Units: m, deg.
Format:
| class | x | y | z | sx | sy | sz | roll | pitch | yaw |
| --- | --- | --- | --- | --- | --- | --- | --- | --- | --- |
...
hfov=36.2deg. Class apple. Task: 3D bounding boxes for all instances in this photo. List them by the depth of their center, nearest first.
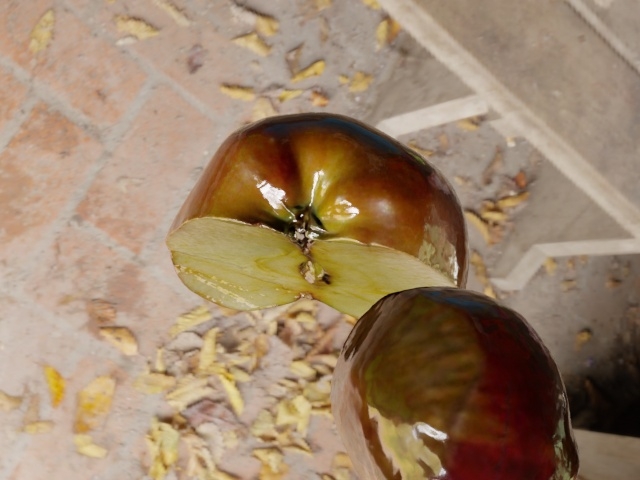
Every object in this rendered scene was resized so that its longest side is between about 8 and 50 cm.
| class | x | y | z | sx | sy | sz | roll | pitch | yaw |
| --- | --- | --- | --- | --- | --- | --- | --- | --- | --- |
| apple | 0.000 | 0.000 | 1.148 | 0.329 | 0.365 | 0.295 | -31 | 71 | -7 |

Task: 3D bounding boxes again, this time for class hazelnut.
| class | x | y | z | sx | sy | sz | roll | pitch | yaw |
| --- | --- | --- | --- | --- | --- | --- | --- | --- | --- |
| hazelnut | 0.095 | 0.128 | 0.720 | 0.170 | 0.160 | 0.201 | -16 | 65 | 4 |
